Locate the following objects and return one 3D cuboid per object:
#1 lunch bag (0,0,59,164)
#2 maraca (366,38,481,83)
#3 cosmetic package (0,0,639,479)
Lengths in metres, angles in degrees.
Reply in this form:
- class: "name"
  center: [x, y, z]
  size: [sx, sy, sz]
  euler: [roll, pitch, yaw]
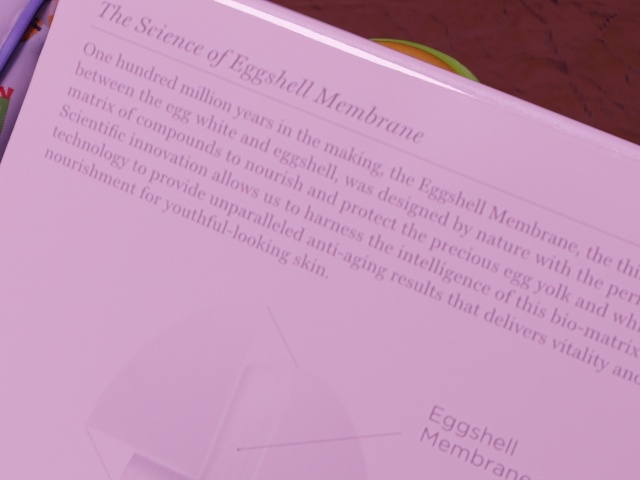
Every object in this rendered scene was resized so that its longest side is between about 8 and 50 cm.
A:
- class: "lunch bag"
  center: [-0.237, -0.029, 0.589]
  size: [0.243, 0.115, 0.303]
  euler: [14, 56, 13]
- class: "maraca"
  center: [0.000, 0.000, 0.590]
  size: [0.127, 0.099, 0.186]
  euler: [23, 79, 33]
- class: "cosmetic package"
  center: [0.005, 0.053, 0.471]
  size: [0.224, 0.138, 0.225]
  euler: [23, 97, 12]
